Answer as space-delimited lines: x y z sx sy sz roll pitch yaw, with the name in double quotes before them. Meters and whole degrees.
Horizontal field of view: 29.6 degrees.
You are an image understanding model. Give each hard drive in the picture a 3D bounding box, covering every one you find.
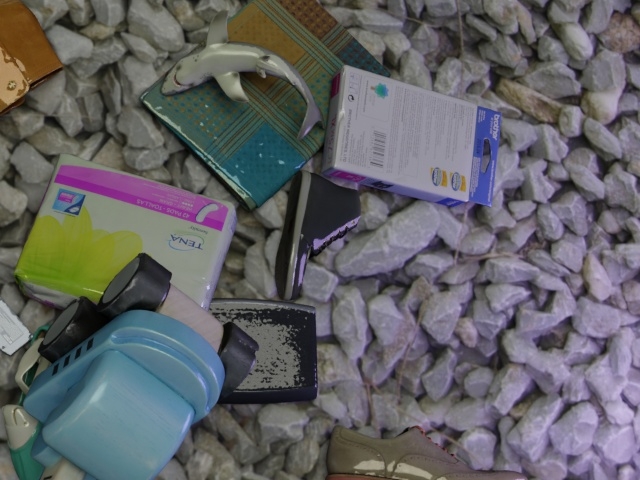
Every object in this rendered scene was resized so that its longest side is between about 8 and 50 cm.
"hard drive" -0.125 0.173 1.929 0.255 0.054 0.172 3 75 -15

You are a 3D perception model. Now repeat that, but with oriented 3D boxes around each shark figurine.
"shark figurine" -0.105 -0.283 1.992 0.278 0.116 0.166 17 104 -5

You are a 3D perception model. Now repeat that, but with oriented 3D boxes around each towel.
"towel" -0.089 -0.257 2.060 0.271 0.040 0.370 45 67 -3

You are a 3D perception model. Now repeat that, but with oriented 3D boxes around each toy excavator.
"toy excavator" -0.333 0.293 1.657 0.222 0.433 0.445 42 35 -19

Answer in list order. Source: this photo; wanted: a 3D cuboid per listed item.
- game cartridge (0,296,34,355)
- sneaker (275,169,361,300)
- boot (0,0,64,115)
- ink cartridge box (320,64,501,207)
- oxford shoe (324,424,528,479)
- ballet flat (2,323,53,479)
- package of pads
"game cartridge" -0.487 0.134 1.856 0.056 0.017 0.083 -40 89 -25
"sneaker" 0.000 0.000 1.995 0.118 0.083 0.222 15 76 -17
"boot" -0.569 -0.280 1.892 0.295 0.104 0.211 -32 90 -20
"ink cartridge box" 0.159 -0.170 2.080 0.311 0.065 0.185 12 74 -20
"oxford shoe" 0.178 0.360 1.937 0.348 0.123 0.130 8 69 -15
"ballet flat" -0.429 0.238 1.805 0.087 0.083 0.247 32 61 -42
"package of pads" -0.298 0.018 1.863 0.297 0.101 0.229 16 67 0
